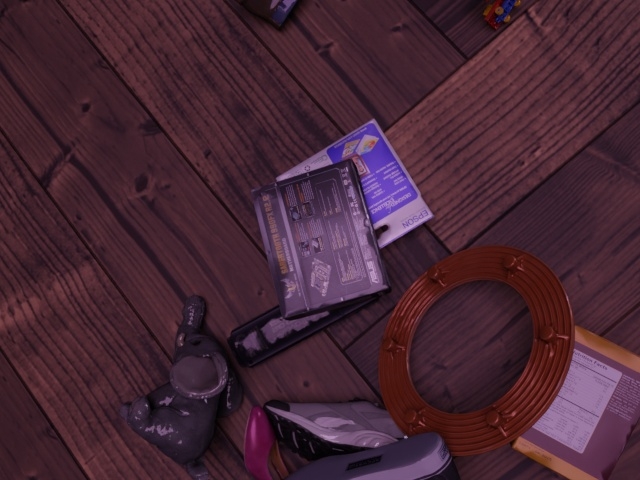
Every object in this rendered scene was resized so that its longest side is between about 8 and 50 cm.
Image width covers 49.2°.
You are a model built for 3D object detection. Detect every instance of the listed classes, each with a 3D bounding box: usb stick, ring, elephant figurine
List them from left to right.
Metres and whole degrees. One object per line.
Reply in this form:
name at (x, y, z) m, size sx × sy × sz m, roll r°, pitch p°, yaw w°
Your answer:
elephant figurine at (-0.207, 0.237, 1.175) m, size 0.186 × 0.169 × 0.239 m, roll 43°, pitch 74°, yaw -15°
usb stick at (-0.028, 0.129, 1.204) m, size 0.278 × 0.045 × 0.077 m, roll -29°, pitch 85°, yaw 5°
ring at (0.217, 0.154, 1.058) m, size 0.337 × 0.032 × 0.336 m, roll -28°, pitch 44°, yaw 32°

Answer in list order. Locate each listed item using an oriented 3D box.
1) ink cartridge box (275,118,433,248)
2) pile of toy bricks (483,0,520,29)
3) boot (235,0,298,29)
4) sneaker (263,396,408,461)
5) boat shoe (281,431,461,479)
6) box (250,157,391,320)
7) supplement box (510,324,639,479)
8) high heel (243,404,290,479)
ink cartridge box at (0.058, -0.072, 1.216) m, size 0.206 × 0.045 × 0.208 m, roll -31°, pitch 76°, yaw 5°
pile of toy bricks at (0.318, -0.488, 1.211) m, size 0.212 × 0.118 × 0.105 m, roll -57°, pitch 44°, yaw 8°
boot at (-0.056, -0.496, 1.298) m, size 0.106 × 0.082 × 0.219 m, roll 41°, pitch 86°, yaw -9°
sneaker at (0.033, 0.307, 1.152) m, size 0.272 × 0.100 × 0.108 m, roll 9°, pitch 45°, yaw 20°
boat shoe at (0.061, 0.372, 1.027) m, size 0.307 × 0.113 × 0.104 m, roll -24°, pitch 97°, yaw 19°
box at (0.000, 0.000, 1.165) m, size 0.183 × 0.056 × 0.230 m, roll -18°, pitch 78°, yaw 9°
supplement box at (0.380, 0.241, 1.037) m, size 0.129 × 0.191 × 0.194 m, roll 28°, pitch 88°, yaw 14°
high heel at (-0.053, 0.384, 1.135) m, size 0.117 × 0.082 × 0.243 m, roll -6°, pitch 93°, yaw 18°
